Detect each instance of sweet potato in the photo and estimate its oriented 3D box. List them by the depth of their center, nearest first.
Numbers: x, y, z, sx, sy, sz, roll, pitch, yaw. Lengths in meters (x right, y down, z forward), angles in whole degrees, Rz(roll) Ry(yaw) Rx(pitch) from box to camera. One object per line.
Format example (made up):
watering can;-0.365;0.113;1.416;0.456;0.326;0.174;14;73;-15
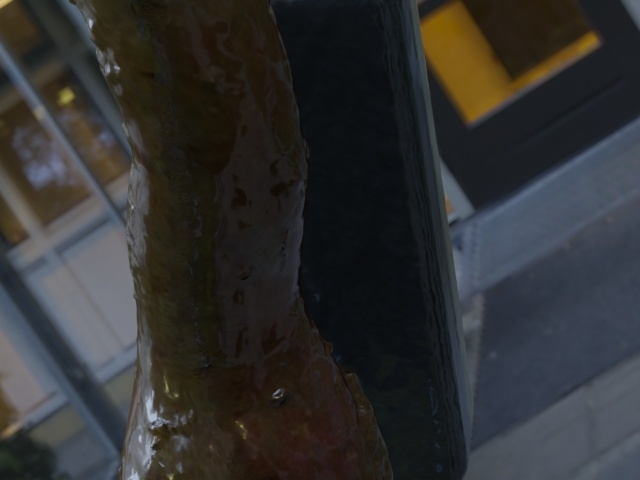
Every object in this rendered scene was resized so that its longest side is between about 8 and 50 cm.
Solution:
sweet potato;-0.023;0.077;0.564;0.109;0.385;0.109;-4;21;2

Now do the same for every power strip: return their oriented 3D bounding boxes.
power strip;0.000;0.000;0.696;0.105;0.257;0.070;-3;31;12
